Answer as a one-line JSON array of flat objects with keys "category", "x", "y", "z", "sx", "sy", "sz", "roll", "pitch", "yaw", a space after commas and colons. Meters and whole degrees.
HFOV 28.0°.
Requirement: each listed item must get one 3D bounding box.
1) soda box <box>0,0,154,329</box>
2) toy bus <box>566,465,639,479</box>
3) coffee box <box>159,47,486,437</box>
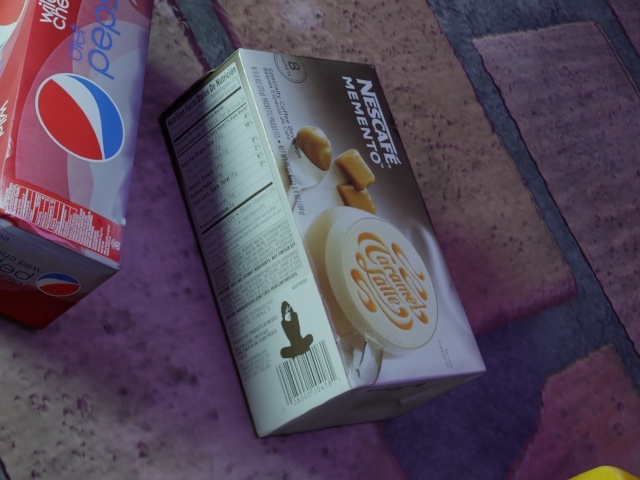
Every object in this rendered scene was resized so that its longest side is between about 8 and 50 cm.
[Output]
[{"category": "soda box", "x": -0.167, "y": -0.085, "z": 0.791, "sx": 0.083, "sy": 0.092, "sz": 0.263, "roll": 27, "pitch": 47, "yaw": -31}, {"category": "toy bus", "x": 0.210, "y": 0.323, "z": 0.868, "sx": 0.108, "sy": 0.130, "sz": 0.333, "roll": 32, "pitch": 45, "yaw": -28}, {"category": "coffee box", "x": 0.000, "y": 0.000, "z": 0.899, "sx": 0.141, "sy": 0.098, "sz": 0.247, "roll": 1, "pitch": 64, "yaw": -45}]
